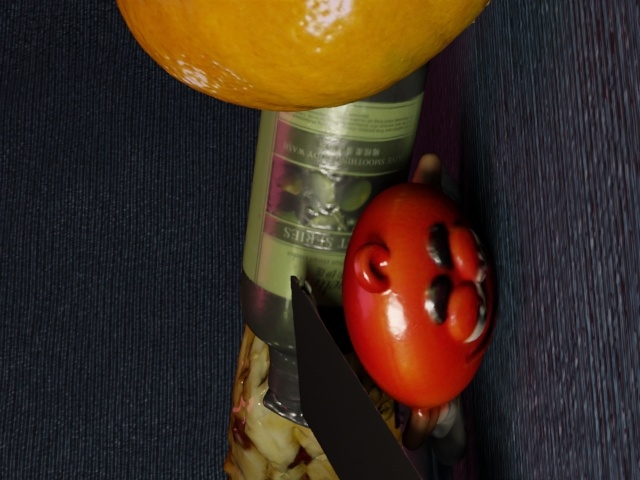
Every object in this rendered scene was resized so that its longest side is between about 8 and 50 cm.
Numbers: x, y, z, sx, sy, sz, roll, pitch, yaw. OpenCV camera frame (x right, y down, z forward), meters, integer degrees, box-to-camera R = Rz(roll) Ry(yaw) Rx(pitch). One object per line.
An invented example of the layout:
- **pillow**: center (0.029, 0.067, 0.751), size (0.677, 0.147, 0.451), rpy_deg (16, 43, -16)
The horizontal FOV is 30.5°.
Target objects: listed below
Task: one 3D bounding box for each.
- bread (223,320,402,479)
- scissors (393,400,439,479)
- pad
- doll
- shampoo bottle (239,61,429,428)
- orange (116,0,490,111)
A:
- **bread**: center (0.010, 0.115, 1.057), size (0.324, 0.167, 0.277), rpy_deg (99, 179, -54)
- **scissors**: center (0.060, 0.052, 0.860), size (0.191, 0.029, 0.360), rpy_deg (-70, -27, -72)
- **pad**: center (0.046, 0.156, 0.680), size (0.265, 0.009, 0.159), rpy_deg (56, 160, 36)
- **doll**: center (0.066, 0.033, 0.708), size (0.217, 0.085, 0.183), rpy_deg (56, -147, -61)
- **shampoo bottle**: center (0.000, 0.000, 0.783), size (0.101, 0.101, 0.284), rpy_deg (-94, 12, -64)
- **orange**: center (0.006, -0.169, 0.609), size (0.171, 0.240, 0.240), rpy_deg (45, -162, -21)
